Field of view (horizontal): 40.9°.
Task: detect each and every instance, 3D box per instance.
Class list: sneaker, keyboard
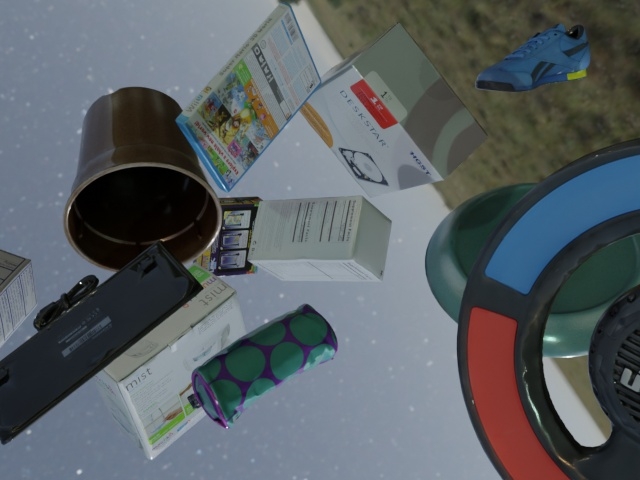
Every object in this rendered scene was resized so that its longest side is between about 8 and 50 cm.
[{"bbox_3d":[0.289,-0.251,1.172,0.069,0.209,0.082,25,125,50],"label":"sneaker"},{"bbox_3d":[-0.181,0.070,0.662,0.108,0.180,0.023,40,164,46],"label":"keyboard"}]

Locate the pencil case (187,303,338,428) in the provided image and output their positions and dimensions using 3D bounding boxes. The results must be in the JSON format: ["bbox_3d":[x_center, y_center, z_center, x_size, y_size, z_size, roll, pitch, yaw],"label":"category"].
[{"bbox_3d":[-0.055,0.123,0.846,0.064,0.151,0.070,6,120,53],"label":"pencil case"}]

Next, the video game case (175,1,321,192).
[{"bbox_3d":[-0.068,-0.144,0.876,0.015,0.166,0.119,29,162,30],"label":"video game case"}]

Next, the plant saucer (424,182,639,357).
[{"bbox_3d":[0.301,0.020,1.163,0.317,0.317,0.044,-114,13,-45],"label":"plant saucer"}]

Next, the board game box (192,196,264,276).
[{"bbox_3d":[-0.198,-0.008,1.856,0.141,0.170,0.048,-2,-157,-29],"label":"board game box"}]

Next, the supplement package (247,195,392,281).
[{"bbox_3d":[0.000,0.000,1.721,0.139,0.244,0.134,36,-121,-53],"label":"supplement package"}]

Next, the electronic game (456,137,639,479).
[{"bbox_3d":[0.176,0.062,0.416,0.229,0.229,0.048,58,-151,7],"label":"electronic game"}]

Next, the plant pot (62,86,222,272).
[{"bbox_3d":[-0.202,-0.076,0.969,0.167,0.167,0.165,48,-160,-44],"label":"plant pot"}]

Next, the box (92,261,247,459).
[{"bbox_3d":[-0.260,0.214,1.524,0.127,0.262,0.231,31,146,35],"label":"box"}]

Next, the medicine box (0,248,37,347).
[{"bbox_3d":[-0.775,0.134,1.752,0.289,0.263,0.149,-60,-15,-47],"label":"medicine box"}]

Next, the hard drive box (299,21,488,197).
[{"bbox_3d":[0.083,-0.161,1.126,0.181,0.089,0.232,50,163,-10],"label":"hard drive box"}]
